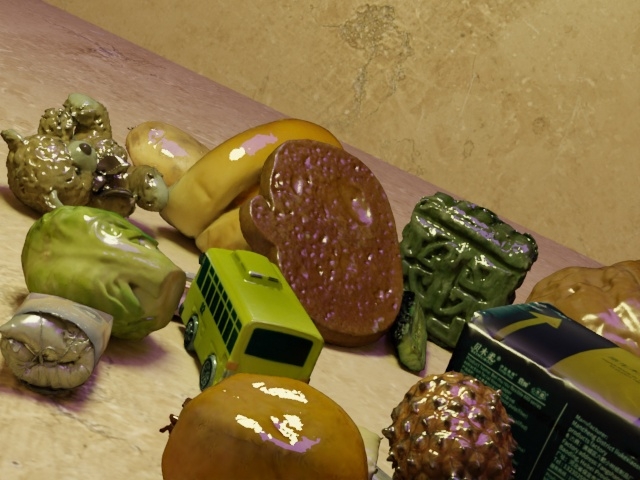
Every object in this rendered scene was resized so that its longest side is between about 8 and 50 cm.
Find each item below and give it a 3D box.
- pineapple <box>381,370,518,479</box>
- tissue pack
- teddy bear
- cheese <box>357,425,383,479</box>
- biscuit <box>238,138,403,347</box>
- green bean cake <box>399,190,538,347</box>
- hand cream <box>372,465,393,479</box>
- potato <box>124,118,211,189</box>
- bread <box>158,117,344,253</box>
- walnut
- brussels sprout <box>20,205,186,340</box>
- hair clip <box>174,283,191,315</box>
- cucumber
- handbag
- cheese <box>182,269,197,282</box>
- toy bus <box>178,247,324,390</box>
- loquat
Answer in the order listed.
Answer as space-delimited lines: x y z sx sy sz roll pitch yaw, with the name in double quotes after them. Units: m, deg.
0.165 0.311 1.274 0.165 0.165 0.364 17 34 -22 "pineapple"
0.346 0.281 1.475 0.416 0.264 0.253 31 20 33 "tissue pack"
-0.418 -0.121 1.994 0.267 0.156 0.256 51 20 15 "teddy bear"
-0.019 0.249 1.374 0.167 0.094 0.123 19 23 2 "cheese"
-0.001 0.001 1.978 0.314 0.063 0.367 11 60 -32 "biscuit"
0.248 0.061 2.163 0.241 0.255 0.132 32 19 18 "green bean cake"
0.060 0.292 1.447 0.210 0.043 0.067 34 13 20 "hand cream"
-0.289 -0.151 2.395 0.235 0.128 0.161 20 29 -31 "potato"
-0.105 -0.060 2.196 0.424 0.329 0.245 -4 71 -62 "bread"
0.498 0.197 1.947 0.354 0.308 0.398 -11 16 1 "walnut"
-0.295 0.046 1.576 0.223 0.161 0.223 32 -12 8 "brussels sprout"
-0.211 0.078 1.785 0.359 0.095 0.110 24 -23 -32 "hair clip"
0.143 0.160 2.027 0.211 0.062 0.078 -69 136 -71 "cucumber"
-0.316 0.120 1.401 0.117 0.095 0.173 16 7 -5 "handbag"
-0.260 0.042 1.867 0.192 0.037 0.097 17 16 -20 "cheese"
-0.099 0.116 1.615 0.128 0.150 0.262 15 18 -24 "toy bus"
-0.060 0.228 1.208 0.234 0.176 0.187 16 11 17 "loquat"
